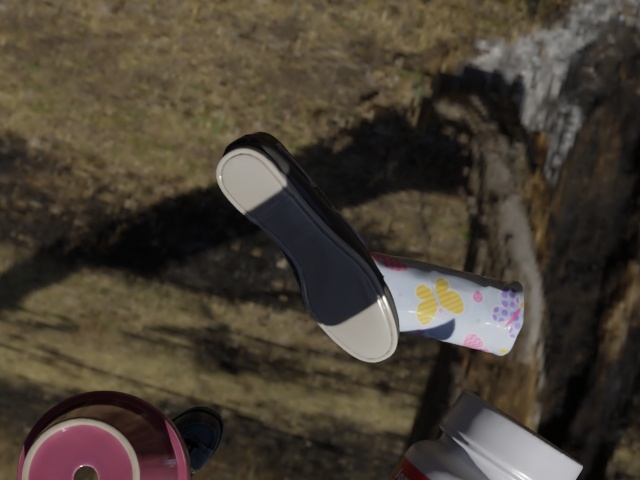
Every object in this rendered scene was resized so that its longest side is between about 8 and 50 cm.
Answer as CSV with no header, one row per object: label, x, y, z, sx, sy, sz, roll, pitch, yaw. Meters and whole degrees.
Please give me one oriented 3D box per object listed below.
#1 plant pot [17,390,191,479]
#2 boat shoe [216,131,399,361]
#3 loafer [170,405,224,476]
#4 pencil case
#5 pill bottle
plant pot,-0.256,0.267,1.439,0.201,0.201,0.180,15,170,3
boat shoe,0.000,0.000,1.603,0.112,0.095,0.335,-31,103,29
loafer,-0.247,0.377,2.092,0.096,0.084,0.267,32,126,-14
pencil case,0.150,0.085,1.789,0.273,0.113,0.124,12,175,-9
pill bottle,0.117,0.295,1.216,0.161,0.283,0.161,33,179,1
